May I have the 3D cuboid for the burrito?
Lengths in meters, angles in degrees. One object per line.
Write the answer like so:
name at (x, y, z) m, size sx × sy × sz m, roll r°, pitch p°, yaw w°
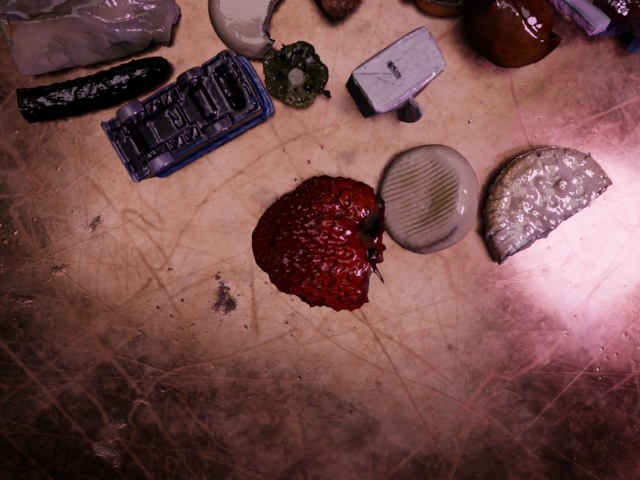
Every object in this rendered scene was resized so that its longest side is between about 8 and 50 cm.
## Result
burrito at (-0.446, -0.447, 1.481) m, size 0.332 × 0.135 × 0.190 m, roll -13°, pitch 89°, yaw -3°

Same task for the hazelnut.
hazelnut at (0.361, -0.428, 1.470) m, size 0.161 × 0.170 × 0.201 m, roll -33°, pitch 123°, yaw 1°

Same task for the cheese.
cheese at (-0.183, -0.474, 1.510) m, size 0.249 × 0.071 × 0.163 m, roll 30°, pitch 95°, yaw -4°

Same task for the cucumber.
cucumber at (-0.444, -0.299, 1.524) m, size 0.304 × 0.072 × 0.081 m, roll -13°, pitch 96°, yaw 0°

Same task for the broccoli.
broccoli at (-0.048, -0.323, 1.504) m, size 0.130 × 0.120 × 0.131 m, roll -7°, pitch 105°, yaw 2°

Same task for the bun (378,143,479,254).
bun at (0.223, -0.083, 1.540) m, size 0.223 × 0.127 × 0.222 m, roll 4°, pitch 98°, yaw 29°

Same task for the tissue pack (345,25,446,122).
tissue pack at (0.150, -0.292, 1.456) m, size 0.159 × 0.229 × 0.145 m, roll -33°, pitch 97°, yaw 2°

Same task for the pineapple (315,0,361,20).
pineapple at (0.106, -0.544, 1.491) m, size 0.277 × 0.130 × 0.119 m, roll -36°, pitch 66°, yaw 5°

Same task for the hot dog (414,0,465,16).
hot dog at (0.233, -0.493, 1.521) m, size 0.140 × 0.060 × 0.089 m, roll 15°, pitch 92°, yaw 0°

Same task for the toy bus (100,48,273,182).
toy bus at (-0.249, -0.236, 1.468) m, size 0.288 × 0.175 × 0.138 m, roll -28°, pitch 94°, yaw 9°

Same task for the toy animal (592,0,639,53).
toy animal at (0.629, -0.459, 1.474) m, size 0.219 × 0.179 × 0.116 m, roll -13°, pitch 70°, yaw 1°

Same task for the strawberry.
strawberry at (-0.001, 0.003, 1.481) m, size 0.258 × 0.261 × 0.261 m, roll 12°, pitch 96°, yaw -7°

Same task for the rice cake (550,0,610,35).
rice cake at (0.433, -0.497, 1.485) m, size 0.290 × 0.081 × 0.051 m, roll 44°, pitch 130°, yaw 9°

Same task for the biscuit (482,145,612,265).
biscuit at (0.434, -0.086, 1.556) m, size 0.281 × 0.084 × 0.179 m, roll -40°, pitch 96°, yaw 4°
